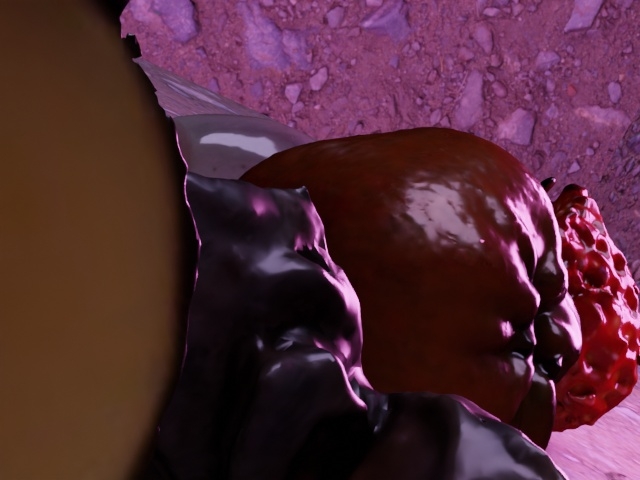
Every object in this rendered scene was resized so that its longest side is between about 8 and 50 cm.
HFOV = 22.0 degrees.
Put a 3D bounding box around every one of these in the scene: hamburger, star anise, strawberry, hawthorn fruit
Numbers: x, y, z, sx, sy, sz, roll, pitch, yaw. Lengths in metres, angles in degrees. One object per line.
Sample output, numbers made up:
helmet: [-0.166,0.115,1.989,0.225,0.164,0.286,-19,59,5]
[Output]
hamburger: [-0.161,0.012,0.471,0.149,0.237,0.237,4,-10,40]
star anise: [-0.003,0.082,0.625,0.315,0.108,0.315,39,-24,21]
strawberry: [0.184,0.075,1.406,0.178,0.234,0.234,51,7,-2]
hawthorn fruit: [0.018,0.039,0.945,0.261,0.224,0.224,13,-2,32]

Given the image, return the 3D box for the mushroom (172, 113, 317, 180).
mushroom: [0.000,0.000,1.191,0.329,0.159,0.122,8,-3,-42]
